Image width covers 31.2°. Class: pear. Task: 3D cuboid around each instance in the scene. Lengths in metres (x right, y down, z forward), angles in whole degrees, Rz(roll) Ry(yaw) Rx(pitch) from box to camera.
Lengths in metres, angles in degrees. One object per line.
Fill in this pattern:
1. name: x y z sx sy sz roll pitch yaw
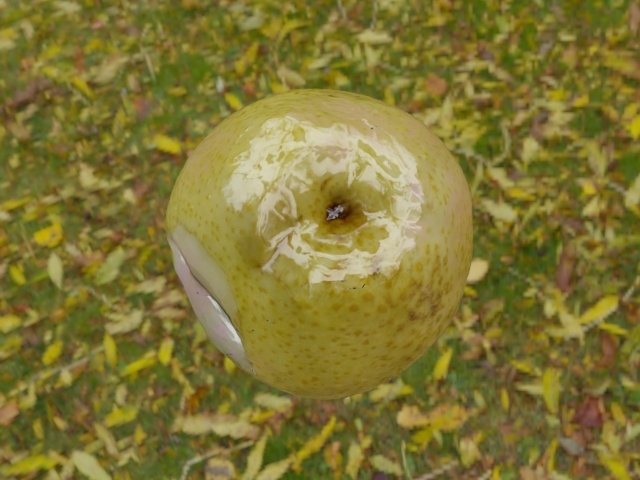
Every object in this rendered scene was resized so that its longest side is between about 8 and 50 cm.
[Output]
1. pear: 0.000 0.000 0.606 0.178 0.178 0.178 -5 47 6
